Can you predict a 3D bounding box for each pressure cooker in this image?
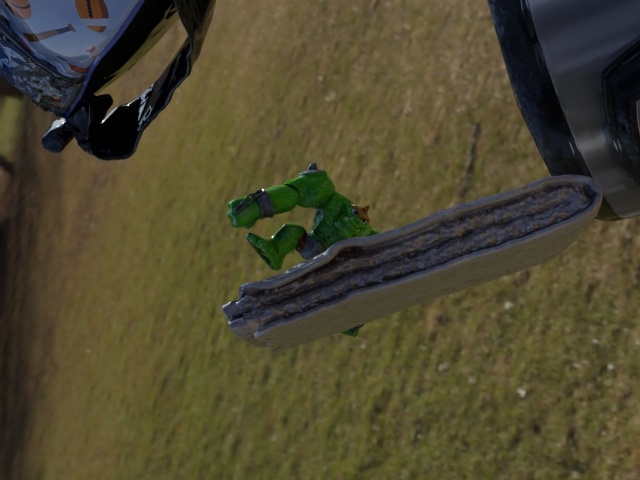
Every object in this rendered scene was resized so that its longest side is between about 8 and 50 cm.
[{"bbox_3d":[0.395,-0.239,1.050,0.421,0.370,0.375,-17,86,23],"label":"pressure cooker"}]

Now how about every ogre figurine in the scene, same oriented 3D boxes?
[{"bbox_3d":[0.000,0.000,1.239,0.118,0.197,0.097,-48,-6,-13],"label":"ogre figurine"}]

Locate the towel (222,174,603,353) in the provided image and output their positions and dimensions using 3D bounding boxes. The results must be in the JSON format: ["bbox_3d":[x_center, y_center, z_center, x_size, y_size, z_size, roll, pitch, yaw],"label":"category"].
[{"bbox_3d":[0.068,0.021,0.873,0.187,0.282,0.049,69,-177,-80],"label":"towel"}]

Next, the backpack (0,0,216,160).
[{"bbox_3d":[-0.126,-0.221,0.727,0.276,0.213,0.263,-59,20,-17],"label":"backpack"}]
